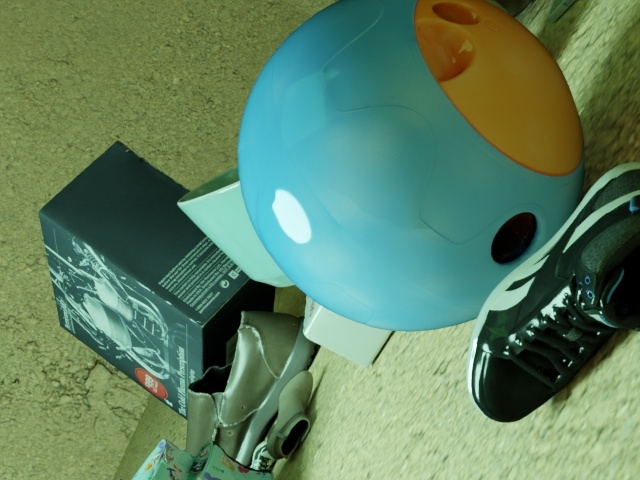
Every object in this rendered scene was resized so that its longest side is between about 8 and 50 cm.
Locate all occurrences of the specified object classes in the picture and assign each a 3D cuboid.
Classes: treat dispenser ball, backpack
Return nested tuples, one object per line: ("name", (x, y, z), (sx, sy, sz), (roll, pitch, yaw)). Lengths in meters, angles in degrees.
("treat dispenser ball", (0.075, -0.069, 1.089), (0.288, 0.288, 0.288), (-60, 9, 17))
("backpack", (-0.164, 0.373, 1.521), (0.225, 0.191, 0.253), (-58, 15, 23))

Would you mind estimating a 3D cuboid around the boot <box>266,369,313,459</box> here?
("boot", (-0.032, 0.223, 1.655), (0.118, 0.042, 0.087), (-65, 15, -6))

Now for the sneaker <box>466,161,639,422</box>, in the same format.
("sneaker", (0.169, 0.051, 0.877), (0.217, 0.079, 0.121), (-58, 8, 17))

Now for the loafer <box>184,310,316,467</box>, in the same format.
("loafer", (-0.138, 0.241, 1.887), (0.366, 0.130, 0.134), (-60, 9, 16))

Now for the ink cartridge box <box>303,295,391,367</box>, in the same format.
("ink cartridge box", (0.069, 0.017, 1.508), (0.212, 0.093, 0.154), (-58, 9, 20))

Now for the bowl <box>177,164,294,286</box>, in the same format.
("bowl", (-0.017, -0.048, 1.726), (0.312, 0.163, 0.311), (-25, 8, 4))

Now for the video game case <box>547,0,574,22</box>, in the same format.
("video game case", (0.294, -0.305, 1.439), (0.122, 0.011, 0.087), (-48, 17, 57))

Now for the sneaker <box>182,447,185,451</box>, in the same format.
("sneaker", (-0.216, 0.372, 2.197), (0.059, 0.053, 0.144), (-65, 10, -27))

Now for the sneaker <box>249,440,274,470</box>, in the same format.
("sneaker", (-0.077, 0.302, 1.713), (0.083, 0.032, 0.037), (-64, 21, 23))

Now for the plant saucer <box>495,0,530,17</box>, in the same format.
("plant saucer", (0.147, -0.249, 1.640), (0.311, 0.050, 0.310), (-33, 5, 4))

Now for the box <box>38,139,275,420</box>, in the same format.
("box", (-0.245, 0.077, 2.001), (0.179, 0.312, 0.343), (-46, -20, -29))

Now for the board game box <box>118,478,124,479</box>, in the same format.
("board game box", (-0.273, 0.480, 1.910), (0.144, 0.142, 0.275), (-62, 9, 4))

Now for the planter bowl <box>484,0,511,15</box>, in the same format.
("planter bowl", (0.170, -0.183, 1.428), (0.162, 0.109, 0.162), (-51, 24, 33))
